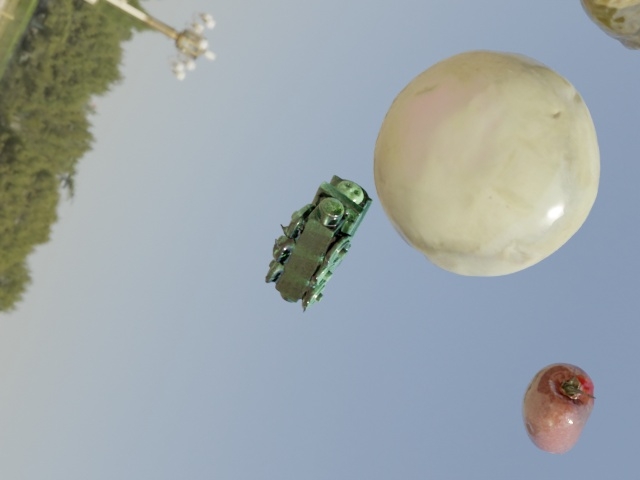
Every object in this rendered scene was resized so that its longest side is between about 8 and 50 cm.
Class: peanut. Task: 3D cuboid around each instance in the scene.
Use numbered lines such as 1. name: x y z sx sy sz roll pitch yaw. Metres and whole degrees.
1. peanut: 0.429 -0.371 1.150 0.137 0.253 0.122 33 -106 31

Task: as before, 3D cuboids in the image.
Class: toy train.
1. toy train: 0.000 0.000 0.868 0.111 0.071 0.170 -51 172 -38

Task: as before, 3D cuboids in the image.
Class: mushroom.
1. mushroom: 0.251 -0.127 1.151 0.356 0.315 0.315 -39 -163 -20

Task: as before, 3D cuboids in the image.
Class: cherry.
1. cherry: 0.304 0.219 1.067 0.087 0.106 0.126 31 -65 26
